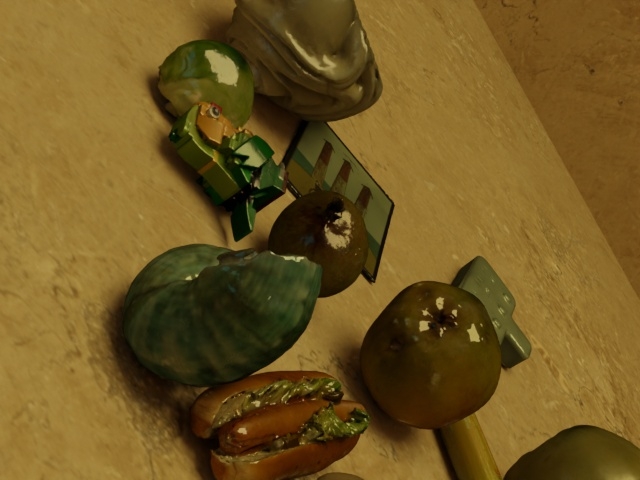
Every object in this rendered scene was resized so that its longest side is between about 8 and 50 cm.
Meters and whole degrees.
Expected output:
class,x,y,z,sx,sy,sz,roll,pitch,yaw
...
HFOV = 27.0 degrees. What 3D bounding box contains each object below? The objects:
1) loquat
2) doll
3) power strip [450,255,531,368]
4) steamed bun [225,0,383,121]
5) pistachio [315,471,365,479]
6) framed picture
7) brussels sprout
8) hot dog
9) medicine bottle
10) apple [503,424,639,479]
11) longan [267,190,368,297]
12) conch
class,x,y,z,sx,sy,sz,roll,pitch,yaw
loquat,0.161,0.178,1.931,0.246,0.214,0.213,91,-14,-51
doll,-0.131,-0.108,1.858,0.186,0.106,0.134,52,43,-7
power strip,0.315,0.143,2.453,0.193,0.059,0.265,53,22,-4
steamed bun,-0.043,-0.339,2.237,0.324,0.219,0.309,-143,-150,-82
pistachio,0.043,0.358,1.515,0.206,0.131,0.129,58,30,-4
framed picture,0.034,-0.086,2.280,0.244,0.013,0.324,49,23,-14
brussels sprout,-0.157,-0.225,1.950,0.149,0.122,0.151,51,21,-1
hot dog,-0.033,0.215,1.599,0.135,0.100,0.337,60,23,16
medicine bottle,0.224,0.315,2.013,0.074,0.074,0.218,30,32,-46
apple,0.404,0.403,2.009,0.262,0.262,0.262,43,25,-26
longan,0.000,0.000,1.887,0.145,0.176,0.154,-8,56,-22
conch,-0.115,0.079,1.506,0.277,0.220,0.195,100,-32,-64
